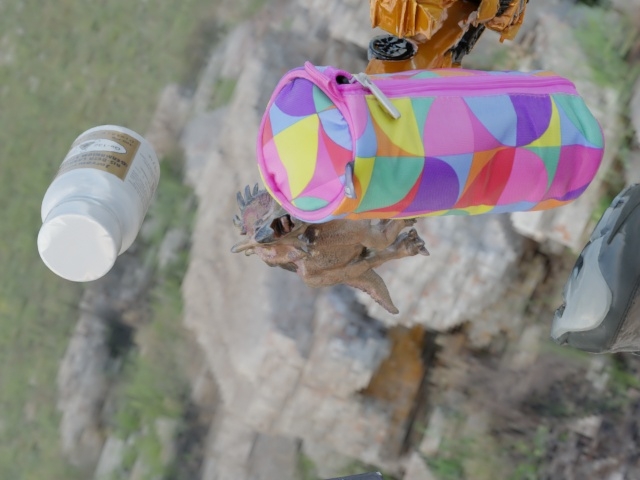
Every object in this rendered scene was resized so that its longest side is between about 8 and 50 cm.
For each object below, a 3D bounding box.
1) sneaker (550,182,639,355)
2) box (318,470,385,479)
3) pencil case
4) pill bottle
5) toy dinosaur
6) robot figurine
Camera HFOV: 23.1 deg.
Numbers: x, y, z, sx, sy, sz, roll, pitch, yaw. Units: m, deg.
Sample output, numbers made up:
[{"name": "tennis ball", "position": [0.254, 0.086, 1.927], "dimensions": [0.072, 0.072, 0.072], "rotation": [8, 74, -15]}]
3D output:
[{"name": "sneaker", "position": [0.224, 0.024, 0.928], "dimensions": [0.106, 0.267, 0.101], "rotation": [31, 112, 24]}, {"name": "box", "position": [-0.164, 0.316, 1.340], "dimensions": [0.318, 0.395, 0.097], "rotation": [-36, 66, 39]}, {"name": "pencil case", "position": [0.073, -0.063, 0.998], "dimensions": [0.104, 0.236, 0.104], "rotation": [6, 98, 49]}, {"name": "pill bottle", "position": [-0.295, -0.048, 2.068], "dimensions": [0.131, 0.131, 0.229], "rotation": [-53, 13, 28]}, {"name": "toy dinosaur", "position": [0.000, 0.000, 1.752], "dimensions": [0.200, 0.296, 0.127], "rotation": [-31, 56, -7]}, {"name": "robot figurine", "position": [0.127, -0.221, 1.500], "dimensions": [0.291, 0.085, 0.211], "rotation": [-43, -30, -46]}]
